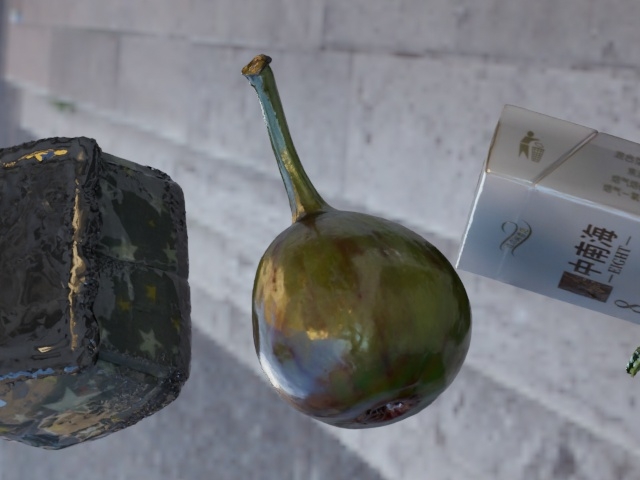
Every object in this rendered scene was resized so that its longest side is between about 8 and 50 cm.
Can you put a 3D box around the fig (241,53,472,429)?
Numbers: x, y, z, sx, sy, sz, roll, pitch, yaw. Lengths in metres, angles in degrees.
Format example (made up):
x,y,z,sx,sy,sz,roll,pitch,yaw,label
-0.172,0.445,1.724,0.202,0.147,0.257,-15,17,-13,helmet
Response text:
x,y,z,sx,sy,sz,roll,pitch,yaw,label
0.000,0.000,1.200,0.245,0.149,0.149,67,156,17,fig

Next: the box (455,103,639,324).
x,y,z,sx,sy,sz,roll,pitch,yaw,label
0.229,-0.003,1.371,0.155,0.243,0.067,102,-173,-61,box

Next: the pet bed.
x,y,z,sx,sy,sz,roll,pitch,yaw,label
-0.212,0.036,1.437,0.183,0.159,0.211,-26,55,37,pet bed

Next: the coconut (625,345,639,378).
x,y,z,sx,sy,sz,roll,pitch,yaw,label
0.271,0.083,1.241,0.158,0.133,0.055,17,-89,-61,coconut
